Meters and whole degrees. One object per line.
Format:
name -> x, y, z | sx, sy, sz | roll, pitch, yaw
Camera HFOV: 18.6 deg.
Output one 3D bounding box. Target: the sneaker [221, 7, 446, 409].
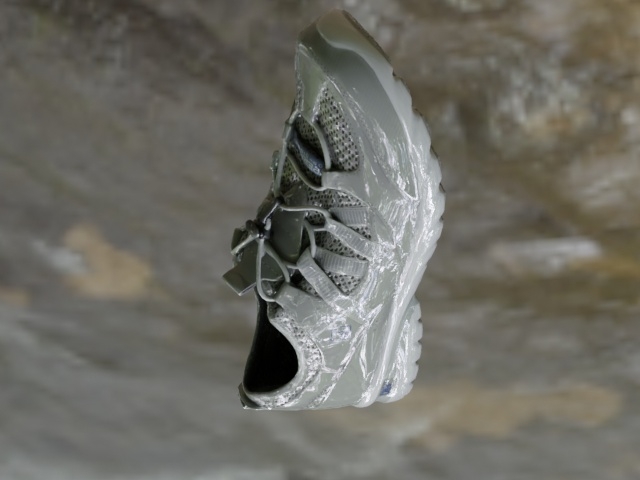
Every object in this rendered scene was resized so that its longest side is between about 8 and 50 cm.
sneaker -> 0.000, 0.000, 1.138 | 0.115, 0.105, 0.281 | -16, 129, -20
